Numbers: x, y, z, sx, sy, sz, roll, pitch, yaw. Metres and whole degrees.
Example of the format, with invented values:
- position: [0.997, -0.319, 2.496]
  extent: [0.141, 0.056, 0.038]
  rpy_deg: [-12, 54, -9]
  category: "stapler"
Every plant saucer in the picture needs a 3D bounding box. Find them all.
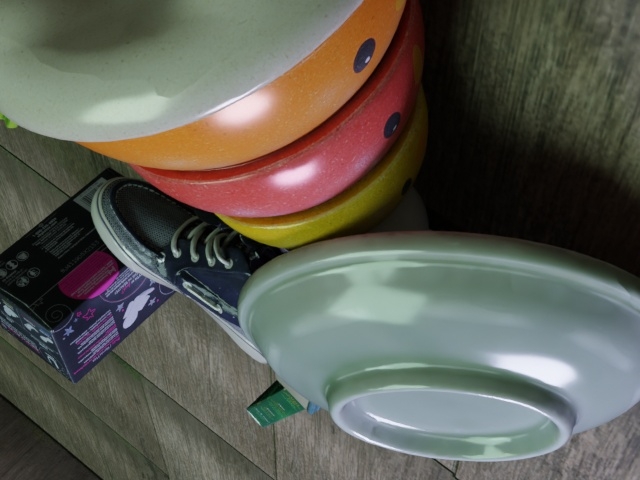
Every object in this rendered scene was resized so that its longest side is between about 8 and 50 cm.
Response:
- position: [0.118, 0.121, 0.974]
  extent: [0.401, 0.100, 0.400]
  rpy_deg: [6, 154, 3]
  category: "plant saucer"

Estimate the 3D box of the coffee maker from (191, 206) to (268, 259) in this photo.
- position: [-0.063, -0.063, 1.153]
  extent: [0.171, 0.120, 0.178]
  rpy_deg: [42, 166, -24]
  category: "coffee maker"

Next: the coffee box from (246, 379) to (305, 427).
- position: [-0.025, 0.192, 1.470]
  extent: [0.040, 0.113, 0.184]
  rpy_deg: [49, 154, -1]
  category: "coffee box"

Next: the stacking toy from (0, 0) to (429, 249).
- position: [-0.019, -0.114, 0.903]
  extent: [0.351, 0.350, 0.480]
  rpy_deg: [23, 162, 36]
  category: "stacking toy"

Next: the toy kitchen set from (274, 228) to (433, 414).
- position: [0.049, 0.089, 1.163]
  extent: [0.122, 0.166, 0.207]
  rpy_deg: [37, 152, 16]
  category: "toy kitchen set"

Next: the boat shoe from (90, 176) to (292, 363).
- position: [-0.135, 0.010, 1.379]
  extent: [0.341, 0.127, 0.158]
  rpy_deg: [37, 146, -1]
  category: "boat shoe"

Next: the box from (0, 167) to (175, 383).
- position: [-0.324, 0.047, 1.530]
  extent: [0.163, 0.247, 0.142]
  rpy_deg: [31, 149, 25]
  category: "box"

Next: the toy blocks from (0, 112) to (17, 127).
- position: [-0.497, -0.271, 1.169]
  extent: [0.190, 0.261, 0.381]
  rpy_deg: [-49, 55, 43]
  category: "toy blocks"
